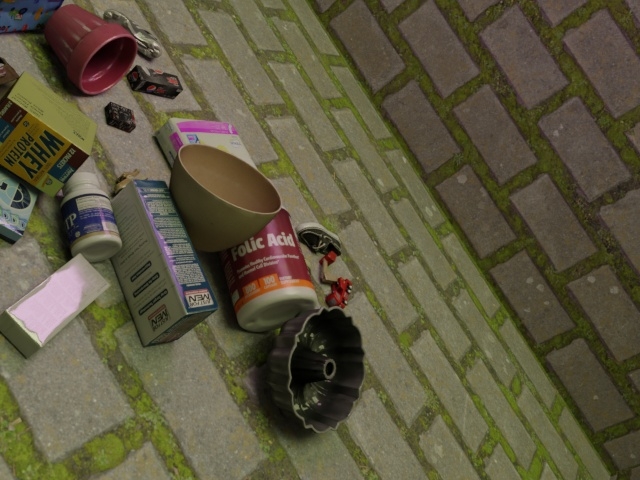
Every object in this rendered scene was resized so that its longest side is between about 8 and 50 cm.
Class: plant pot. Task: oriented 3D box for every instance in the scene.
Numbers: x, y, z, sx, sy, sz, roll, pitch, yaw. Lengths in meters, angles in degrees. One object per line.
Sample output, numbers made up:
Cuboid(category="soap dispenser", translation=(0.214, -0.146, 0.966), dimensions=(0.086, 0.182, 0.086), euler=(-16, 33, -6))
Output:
Cuboid(category="plant pot", translation=(-0.625, -0.522, 1.808), dimensions=(0.180, 0.201, 0.201), euler=(41, 28, 7))
Cuboid(category="plant pot", translation=(-0.264, -0.083, 1.695), dimensions=(0.284, 0.191, 0.284), euler=(27, 24, -14))

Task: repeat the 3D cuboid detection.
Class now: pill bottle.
Cuboid(category="pill bottle", translation=(-0.527, -0.055, 1.538), dimensions=(0.112, 0.112, 0.187), euler=(9, 52, -52))
Cuboid(category="pill bottle", translation=(-0.166, 0.031, 1.869), dimensions=(0.224, 0.224, 0.392), euler=(14, 49, -50))

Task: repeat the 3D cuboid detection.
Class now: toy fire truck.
Cuboid(category="toy fire truck", translation=(0.043, 0.136, 2.251), dimensions=(0.135, 0.047, 0.192), euler=(46, 31, -15))

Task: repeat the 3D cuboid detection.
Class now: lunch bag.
Cuboid(category="lunch bag", translation=(-0.837, -0.681, 1.721), dimensions=(0.293, 0.138, 0.221), euler=(47, 32, 3))

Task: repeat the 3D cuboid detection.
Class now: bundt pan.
Cuboid(category="bundt pan", translation=(-0.022, 0.333, 1.789), dimensions=(0.330, 0.124, 0.331), euler=(1, 89, -51))

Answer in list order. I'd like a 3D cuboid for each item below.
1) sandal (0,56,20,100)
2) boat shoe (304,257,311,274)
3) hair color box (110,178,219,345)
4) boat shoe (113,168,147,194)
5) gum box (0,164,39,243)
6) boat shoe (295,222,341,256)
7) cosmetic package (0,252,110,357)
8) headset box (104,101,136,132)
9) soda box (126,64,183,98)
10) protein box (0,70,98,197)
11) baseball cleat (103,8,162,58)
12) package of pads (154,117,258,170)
Cuboid(category="sandal", translation=(-0.766, -0.382, 1.541), dimensions=(0.302, 0.086, 0.120), euler=(25, 41, -42))
Cuboid(category="boat shoe", translation=(-0.104, 0.068, 2.070), dimensions=(0.223, 0.080, 0.073), euler=(34, 30, -41))
Cuboid(category="hair color box", translation=(-0.384, 0.049, 1.573), dimensions=(0.105, 0.174, 0.347), euler=(-3, 63, -52))
Cuboid(category="boat shoe", translation=(-0.499, -0.152, 1.748), dimensions=(0.045, 0.050, 0.135), euler=(49, 20, -4))
Cuboid(category="gum box", translation=(-0.684, -0.104, 1.427), dimensions=(0.157, 0.041, 0.184), euler=(35, 35, -32))
Cuboid(category="boat shoe", translation=(0.000, 0.000, 2.294), dimensions=(0.219, 0.077, 0.070), euler=(22, 42, -47))
Cuboid(category="cosmetic package", translation=(-0.542, 0.128, 1.382), dimensions=(0.099, 0.060, 0.239), euler=(48, 30, -8))
Cuboid(category="headset box", translation=(-0.550, -0.339, 1.873), dimensions=(0.083, 0.032, 0.062), euler=(17, 47, -49))
Cuboid(category="soda box", translation=(-0.503, -0.481, 2.065), dimensions=(0.169, 0.053, 0.060), euler=(0, 61, -57))
Cuboid(category="protein box", translation=(-0.624, -0.236, 1.499), dimensions=(0.200, 0.136, 0.201), euler=(38, 15, -28))
Cuboid(category="baseball cleat", translation=(-0.587, -0.647, 2.114), dimensions=(0.206, 0.072, 0.109), euler=(40, 17, -30))
Cuboid(category="package of pads", translation=(-0.327, -0.246, 2.038), dimensions=(0.296, 0.101, 0.229), euler=(-13, 70, -58))
